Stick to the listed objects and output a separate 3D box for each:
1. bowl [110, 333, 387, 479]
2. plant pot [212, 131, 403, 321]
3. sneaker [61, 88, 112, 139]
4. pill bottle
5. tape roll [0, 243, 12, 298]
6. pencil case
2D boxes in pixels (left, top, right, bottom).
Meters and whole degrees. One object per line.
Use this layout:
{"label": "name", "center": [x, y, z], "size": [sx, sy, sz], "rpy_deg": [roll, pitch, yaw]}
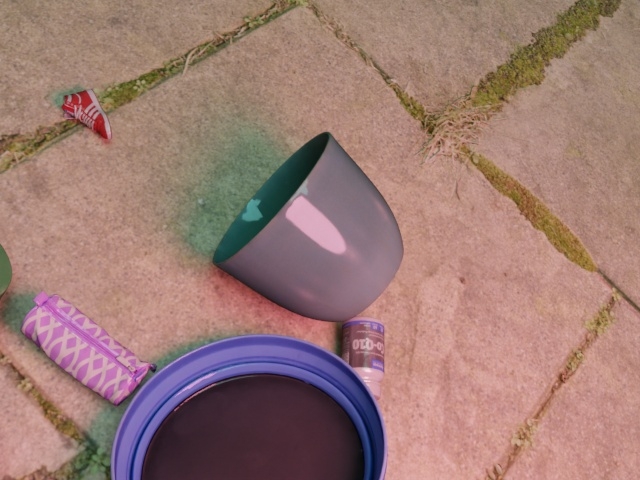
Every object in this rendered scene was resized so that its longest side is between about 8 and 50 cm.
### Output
{"label": "bowl", "center": [-0.099, 0.307, 0.959], "size": [0.392, 0.077, 0.391], "rpy_deg": [-1, 40, 0]}
{"label": "plant pot", "center": [0.000, 0.000, 1.134], "size": [0.235, 0.293, 0.293], "rpy_deg": [41, 57, -15]}
{"label": "sneaker", "center": [-0.434, -0.228, 1.219], "size": [0.067, 0.042, 0.118], "rpy_deg": [-19, 65, -32]}
{"label": "pill bottle", "center": [0.075, 0.210, 1.167], "size": [0.078, 0.078, 0.137], "rpy_deg": [11, 61, -15]}
{"label": "tape roll", "center": [-0.593, 0.010, 0.896], "size": [0.321, 0.321, 0.077], "rpy_deg": [39, 100, 1]}
{"label": "pencil case", "center": [-0.361, 0.168, 1.019], "size": [0.206, 0.088, 0.086], "rpy_deg": [35, 56, 0]}
